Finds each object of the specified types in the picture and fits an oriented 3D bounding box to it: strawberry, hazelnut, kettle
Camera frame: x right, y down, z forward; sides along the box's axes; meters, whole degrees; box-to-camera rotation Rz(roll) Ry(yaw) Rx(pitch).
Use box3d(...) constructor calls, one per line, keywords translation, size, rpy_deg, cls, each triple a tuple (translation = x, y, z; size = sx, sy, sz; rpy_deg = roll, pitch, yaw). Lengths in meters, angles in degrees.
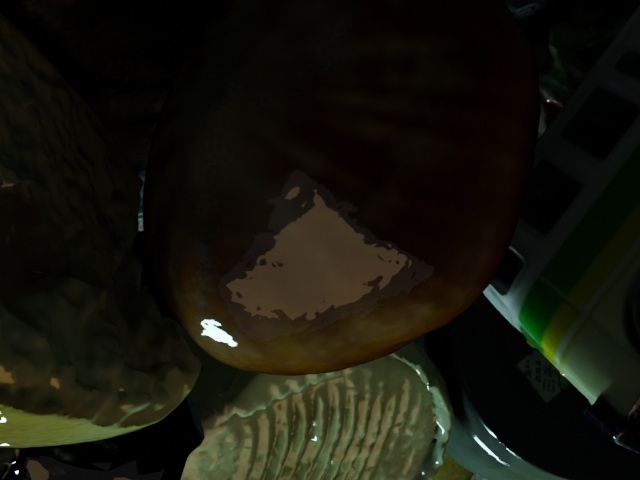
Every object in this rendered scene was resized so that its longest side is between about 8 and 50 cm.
box3d(translation=(0.176, -0.066, 0.656), size=(0.167, 0.087, 0.208), rpy_deg=(-28, 153, 28), cls="strawberry")
box3d(translation=(0.004, -0.039, 0.470), size=(0.180, 0.212, 0.181), rpy_deg=(21, -176, -26), cls="hazelnut")
box3d(translation=(0.212, 0.140, 0.878), size=(0.228, 0.321, 0.324), rpy_deg=(-40, 172, -15), cls="kettle")

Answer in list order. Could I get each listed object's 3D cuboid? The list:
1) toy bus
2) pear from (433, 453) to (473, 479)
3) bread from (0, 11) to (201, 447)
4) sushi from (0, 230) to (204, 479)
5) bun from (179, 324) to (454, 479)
box3d(translation=(0.220, -0.050, 0.493), size=(0.143, 0.179, 0.305), rpy_deg=(27, 104, -41), cls="toy bus")
box3d(translation=(0.068, 0.155, 1.082), size=(0.266, 0.267, 0.178), rpy_deg=(-16, 137, -2), cls="pear")
box3d(translation=(-0.201, 0.012, 0.435), size=(0.211, 0.184, 0.224), rpy_deg=(-20, 158, 14), cls="bread")
box3d(translation=(-0.204, 0.081, 0.583), size=(0.218, 0.225, 0.238), rpy_deg=(22, 111, -43), cls="sushi")
box3d(translation=(-0.038, 0.136, 0.737), size=(0.259, 0.152, 0.259), rpy_deg=(-16, 127, -21), cls="bun")
